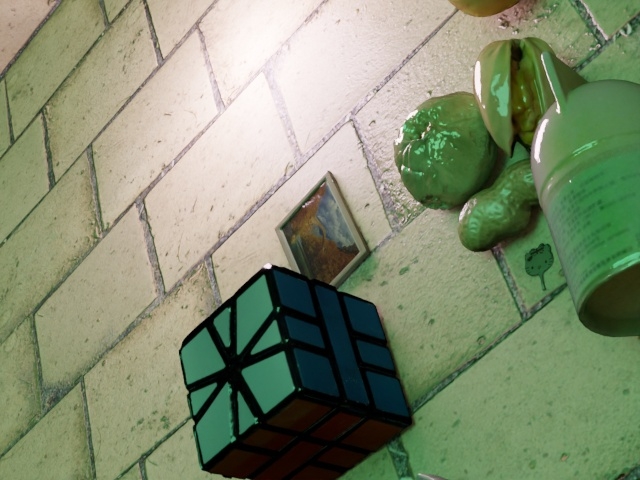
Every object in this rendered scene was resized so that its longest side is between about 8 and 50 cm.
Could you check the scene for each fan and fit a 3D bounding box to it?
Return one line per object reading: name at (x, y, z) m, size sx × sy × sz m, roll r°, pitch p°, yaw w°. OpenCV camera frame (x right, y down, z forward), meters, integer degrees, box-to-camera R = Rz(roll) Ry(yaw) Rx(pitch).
fan at (0.362, 0.045, 1.922) m, size 0.056 × 0.004 × 0.083 m, roll -31°, pitch 51°, yaw 35°

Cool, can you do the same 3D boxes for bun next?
bun at (0.217, -0.167, 2.084) m, size 0.220 × 0.134 × 0.220 m, roll -28°, pitch 53°, yaw 45°

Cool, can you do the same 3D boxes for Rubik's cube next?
Rubik's cube at (-0.054, 0.254, 2.078) m, size 0.293 × 0.283 × 0.288 m, roll -41°, pitch 47°, yaw 26°

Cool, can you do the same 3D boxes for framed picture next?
framed picture at (0.000, 0.000, 2.345) m, size 0.184 × 0.016 × 0.250 m, roll -47°, pitch 44°, yaw 24°

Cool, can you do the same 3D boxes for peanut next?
peanut at (0.324, -0.065, 1.958) m, size 0.228 × 0.085 × 0.104 m, roll -43°, pitch 54°, yaw 25°

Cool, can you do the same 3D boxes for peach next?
peach at (0.305, -0.494, 2.113) m, size 0.184 × 0.184 × 0.184 m, roll -24°, pitch 56°, yaw 40°

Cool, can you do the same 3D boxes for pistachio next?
pistachio at (0.338, -0.244, 1.985) m, size 0.157 × 0.157 × 0.229 m, roll -27°, pitch 57°, yaw 39°

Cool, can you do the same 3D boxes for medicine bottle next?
medicine bottle at (0.438, -0.087, 1.717) m, size 0.236 × 0.236 × 0.406 m, roll -36°, pitch 49°, yaw 32°

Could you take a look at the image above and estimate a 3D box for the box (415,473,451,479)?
box at (0.199, 0.535, 1.792) m, size 0.200 × 0.106 × 0.299 m, roll 14°, pitch 82°, yaw 52°
